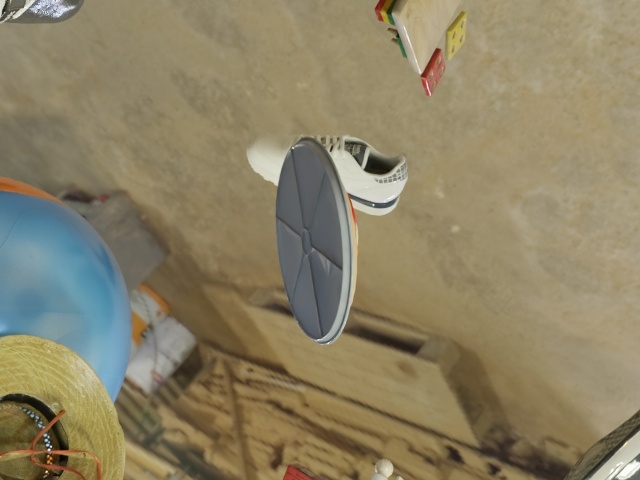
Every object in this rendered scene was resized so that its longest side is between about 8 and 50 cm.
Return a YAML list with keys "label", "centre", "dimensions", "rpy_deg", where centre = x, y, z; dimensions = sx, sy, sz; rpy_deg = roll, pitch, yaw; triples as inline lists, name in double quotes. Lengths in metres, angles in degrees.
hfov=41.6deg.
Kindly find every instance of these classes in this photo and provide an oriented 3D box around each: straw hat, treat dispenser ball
- label: "straw hat"
  centre: [-0.212, 0.143, 0.585]
  dimensions: [0.061, 0.144, 0.144]
  rpy_deg: [-30, 109, 38]
- label: "treat dispenser ball"
  centre: [-0.315, 0.083, 0.754]
  dimensions: [0.288, 0.288, 0.288]
  rpy_deg: [32, 153, 18]

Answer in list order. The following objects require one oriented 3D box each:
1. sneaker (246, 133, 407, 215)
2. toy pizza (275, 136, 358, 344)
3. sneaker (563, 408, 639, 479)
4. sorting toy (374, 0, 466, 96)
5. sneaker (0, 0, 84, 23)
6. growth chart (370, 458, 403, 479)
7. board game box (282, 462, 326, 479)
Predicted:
- label: "sneaker"
  centre: [0.010, -0.118, 1.204]
  dimensions: [0.235, 0.090, 0.094]
  rpy_deg: [15, 146, 3]
- label: "toy pizza"
  centre: [0.000, 0.000, 0.815]
  dimensions: [0.201, 0.032, 0.201]
  rpy_deg: [175, 90, -70]
- label: "sneaker"
  centre: [0.353, 0.242, 0.819]
  dimensions: [0.163, 0.226, 0.086]
  rpy_deg: [47, -166, 9]
- label: "sorting toy"
  centre: [0.118, -0.284, 0.993]
  dimensions: [0.046, 0.132, 0.274]
  rpy_deg: [24, 170, 23]
- label: "sneaker"
  centre: [-0.375, -0.265, 0.895]
  dimensions: [0.122, 0.331, 0.146]
  rpy_deg: [-44, 68, 25]
- label: "growth chart"
  centre: [0.092, 0.308, 0.744]
  dimensions: [0.021, 0.172, 0.237]
  rpy_deg: [-18, 131, 32]
- label: "board game box"
  centre: [0.050, 0.398, 1.006]
  dimensions: [0.281, 0.145, 0.027]
  rpy_deg: [22, -175, 31]
